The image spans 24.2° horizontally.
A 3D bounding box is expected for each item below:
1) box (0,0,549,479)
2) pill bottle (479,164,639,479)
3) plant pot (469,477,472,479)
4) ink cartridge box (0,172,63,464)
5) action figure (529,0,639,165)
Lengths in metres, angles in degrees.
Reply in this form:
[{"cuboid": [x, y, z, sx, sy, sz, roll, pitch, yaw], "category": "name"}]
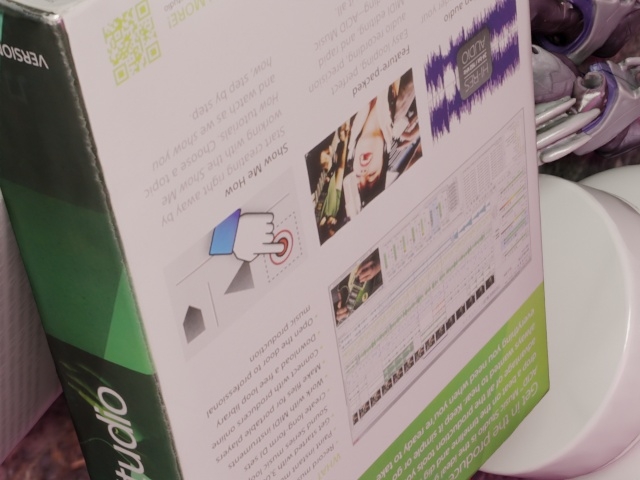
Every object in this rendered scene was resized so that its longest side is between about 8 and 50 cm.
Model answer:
[{"cuboid": [0.000, 0.000, 0.566, 0.232, 0.058, 0.322, -41, 135, -36], "category": "box"}, {"cuboid": [0.254, 0.079, 0.971, 0.408, 0.229, 0.229, 12, 100, -41], "category": "pill bottle"}, {"cuboid": [0.003, 0.075, 0.802, 0.191, 0.191, 0.174, 24, 90, -41], "category": "plant pot"}, {"cuboid": [-0.126, -0.022, 0.632, 0.385, 0.091, 0.308, -53, 174, -26], "category": "ink cartridge box"}, {"cuboid": [0.106, -0.116, 0.838, 0.285, 0.099, 0.185, -2, 65, -49], "category": "action figure"}]
